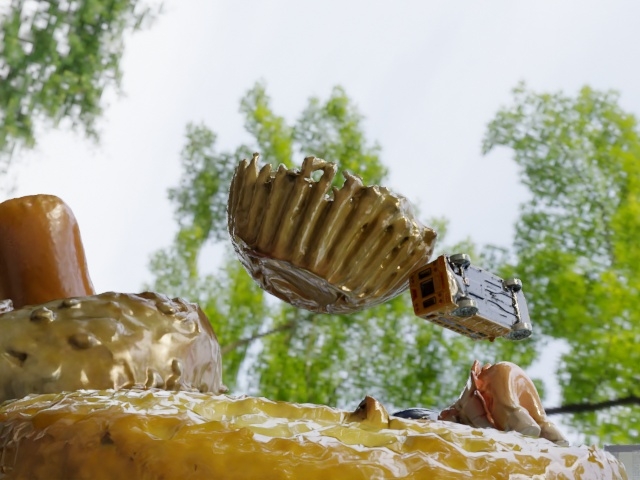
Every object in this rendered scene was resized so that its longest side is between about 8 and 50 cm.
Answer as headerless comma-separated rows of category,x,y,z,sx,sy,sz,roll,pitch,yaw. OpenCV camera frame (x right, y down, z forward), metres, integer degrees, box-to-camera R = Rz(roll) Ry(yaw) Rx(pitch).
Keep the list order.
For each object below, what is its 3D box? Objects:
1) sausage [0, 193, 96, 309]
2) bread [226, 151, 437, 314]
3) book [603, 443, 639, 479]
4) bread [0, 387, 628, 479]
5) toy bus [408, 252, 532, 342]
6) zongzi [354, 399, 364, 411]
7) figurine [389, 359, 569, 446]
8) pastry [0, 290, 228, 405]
sausage,-0.269,0.070,1.097,0.098,0.098,0.238,3,-74,56
bread,0.000,0.000,1.303,0.274,0.274,0.149,9,-113,56
book,0.471,0.330,1.523,0.158,0.231,0.026,-4,-81,17
bread,-0.023,0.176,0.523,0.337,0.358,0.204,73,20,-72
toy bus,0.175,0.073,1.260,0.074,0.162,0.069,-28,-125,33
zongzi,0.026,0.394,2.063,0.160,0.078,0.176,-11,-98,30
figurine,0.108,0.175,0.928,0.195,0.111,0.102,-38,-138,23
pastry,-0.227,0.151,0.890,0.255,0.311,0.161,102,-20,-58
